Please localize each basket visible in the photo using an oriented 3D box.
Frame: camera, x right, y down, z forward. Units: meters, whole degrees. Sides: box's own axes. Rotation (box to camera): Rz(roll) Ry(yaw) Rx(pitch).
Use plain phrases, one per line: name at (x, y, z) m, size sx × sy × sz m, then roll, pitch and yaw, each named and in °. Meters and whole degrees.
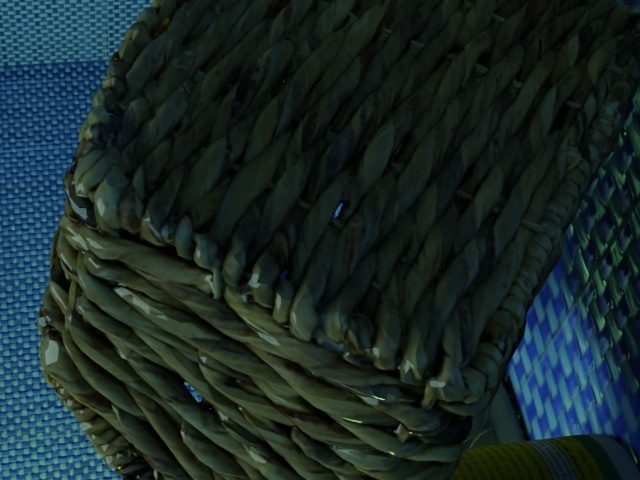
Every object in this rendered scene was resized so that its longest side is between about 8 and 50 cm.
basket at (0.000, 0.000, 0.603) m, size 0.299 × 0.213 × 0.223 m, roll -55°, pitch -12°, yaw -44°

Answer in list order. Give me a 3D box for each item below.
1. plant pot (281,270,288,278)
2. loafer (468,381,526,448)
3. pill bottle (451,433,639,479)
plant pot at (-0.121, 0.007, 1.532) m, size 0.236 × 0.236 × 0.212 m, roll 129°, pitch 140°, yaw -75°
loafer at (0.078, 0.095, 0.918) m, size 0.251 × 0.087 × 0.094 m, roll -108°, pitch 17°, yaw -45°
pill bottle at (0.070, 0.175, 0.691) m, size 0.117 × 0.208 × 0.118 m, roll 175°, pitch 90°, yaw -79°
